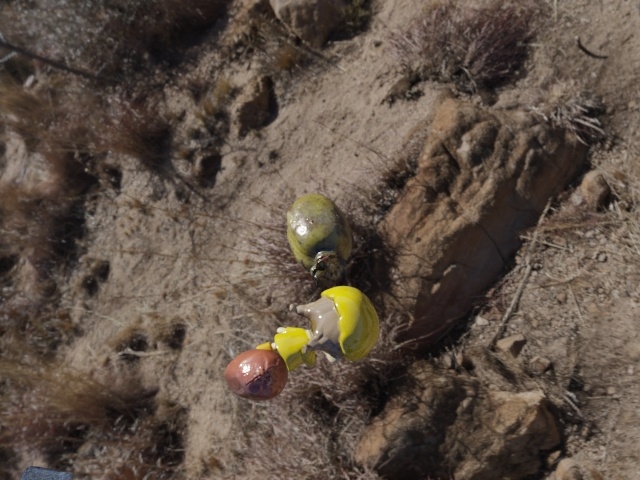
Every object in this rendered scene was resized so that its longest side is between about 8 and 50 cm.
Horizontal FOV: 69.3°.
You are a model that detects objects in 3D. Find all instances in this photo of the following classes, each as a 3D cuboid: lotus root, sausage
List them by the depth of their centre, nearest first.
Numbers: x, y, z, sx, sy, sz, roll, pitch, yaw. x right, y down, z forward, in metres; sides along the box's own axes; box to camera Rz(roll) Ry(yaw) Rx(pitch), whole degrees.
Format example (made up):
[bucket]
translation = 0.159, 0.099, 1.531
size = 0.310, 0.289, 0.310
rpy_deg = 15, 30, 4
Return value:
[sausage]
translation = -0.077, 0.159, 0.546
size = 0.094, 0.054, 0.059
rpy_deg = -21, 90, 56
[lotus root]
translation = 0.002, 0.000, 1.057
size = 0.154, 0.154, 0.278
rpy_deg = -50, 33, 21

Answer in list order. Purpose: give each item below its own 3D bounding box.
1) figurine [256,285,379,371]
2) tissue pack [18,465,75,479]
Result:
[figurine]
translation = -0.004, 0.265, 1.258
size = 0.344, 0.187, 0.215
rpy_deg = -30, 53, -3
[tissue pack]
translation = -0.290, 0.293, 0.484
size = 0.074, 0.059, 0.094
rpy_deg = -87, 8, -49
